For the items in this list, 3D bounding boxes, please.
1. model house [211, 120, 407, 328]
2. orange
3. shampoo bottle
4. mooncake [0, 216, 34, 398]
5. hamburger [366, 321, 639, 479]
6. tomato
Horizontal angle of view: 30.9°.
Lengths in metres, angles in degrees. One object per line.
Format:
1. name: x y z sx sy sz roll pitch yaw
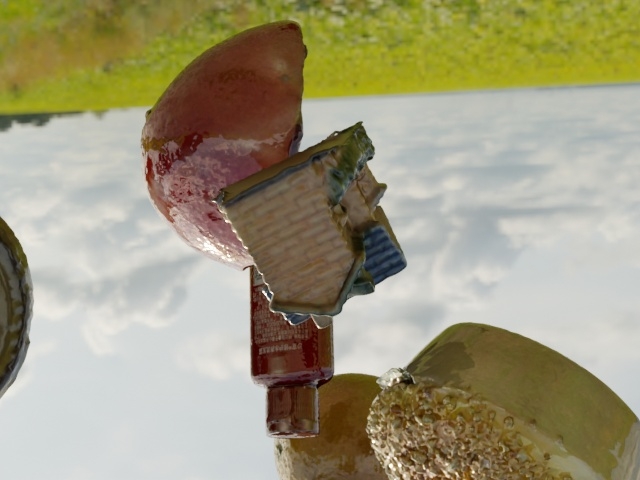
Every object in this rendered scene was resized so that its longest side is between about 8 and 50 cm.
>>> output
1. model house: 0.000 0.000 1.123 0.166 0.172 0.183 -24 -173 8
2. orange: 0.048 0.300 1.690 0.236 0.236 0.236 -3 -174 0
3. shampoo bottle: -0.038 0.097 1.505 0.118 0.314 0.076 -9 161 20
4. mooncake: -0.620 0.104 1.672 0.393 0.394 0.246 -16 -171 -31
5. hamburger: 0.190 0.219 1.172 0.170 0.302 0.302 -52 -151 -20
6. tomato: -0.124 -0.120 1.358 0.170 0.309 0.309 7 -175 -10
